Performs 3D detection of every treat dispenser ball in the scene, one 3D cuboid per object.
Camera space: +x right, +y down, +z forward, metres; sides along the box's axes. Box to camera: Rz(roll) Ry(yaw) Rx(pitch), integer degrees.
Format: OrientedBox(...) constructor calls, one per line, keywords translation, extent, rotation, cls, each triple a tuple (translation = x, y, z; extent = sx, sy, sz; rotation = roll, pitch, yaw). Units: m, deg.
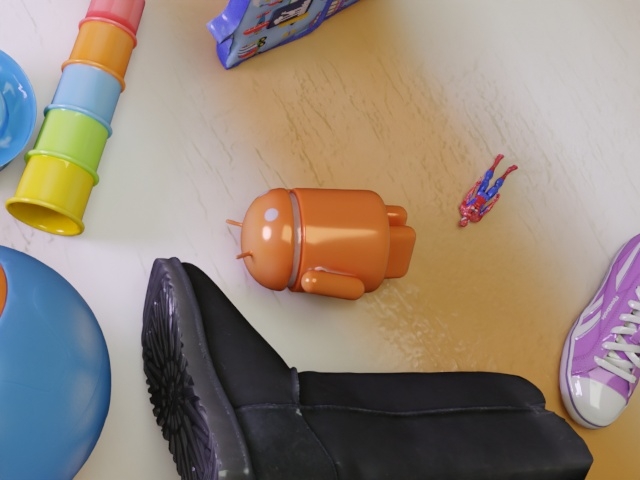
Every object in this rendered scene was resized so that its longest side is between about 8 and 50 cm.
OrientedBox(translation=(-0.357, 0.144, 1.155), extent=(0.288, 0.288, 0.288), rotation=(4, 74, -13), cls="treat dispenser ball")

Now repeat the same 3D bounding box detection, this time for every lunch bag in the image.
OrientedBox(translation=(-0.026, -0.339, 1.406), extent=(0.293, 0.221, 0.138), rotation=(-40, 88, -20), cls="lunch bag")

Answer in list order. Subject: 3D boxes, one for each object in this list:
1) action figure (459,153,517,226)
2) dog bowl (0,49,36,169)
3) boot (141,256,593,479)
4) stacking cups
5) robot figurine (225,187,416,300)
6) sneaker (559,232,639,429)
OrientedBox(translation=(0.214, -0.062, 1.496), extent=(0.038, 0.030, 0.115), rotation=(39, 72, -7), cls="action figure")
OrientedBox(translation=(-0.475, -0.123, 1.313), extent=(0.297, 0.074, 0.166), rotation=(-18, 81, -19), cls="dog bowl")
OrientedBox(translation=(0.043, 0.167, 1.309), extent=(0.445, 0.146, 0.367), rotation=(1, 42, -24), cls="boot")
OrientedBox(translation=(-0.279, -0.163, 1.374), extent=(0.096, 0.096, 0.316), rotation=(19, 67, -9), cls="stacking cups")
OrientedBox(translation=(0.000, 0.001, 1.369), extent=(0.219, 0.128, 0.158), rotation=(1, 75, -14), cls="robot figurine")
OrientedBox(translation=(0.394, 0.097, 1.428), extent=(0.102, 0.161, 0.282), rotation=(26, 72, -8), cls="sneaker")
